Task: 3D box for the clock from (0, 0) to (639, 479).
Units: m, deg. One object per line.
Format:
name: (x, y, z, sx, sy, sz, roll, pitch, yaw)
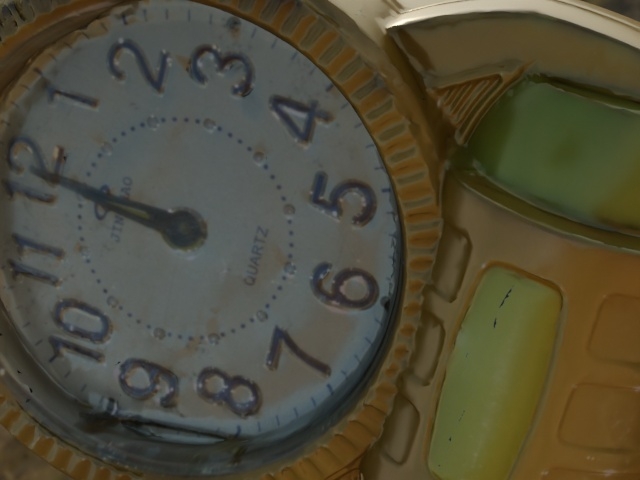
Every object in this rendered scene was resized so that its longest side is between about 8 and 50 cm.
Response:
clock: (0.000, 0.000, 0.651, 0.200, 0.317, 0.244, -46, -28, -72)
